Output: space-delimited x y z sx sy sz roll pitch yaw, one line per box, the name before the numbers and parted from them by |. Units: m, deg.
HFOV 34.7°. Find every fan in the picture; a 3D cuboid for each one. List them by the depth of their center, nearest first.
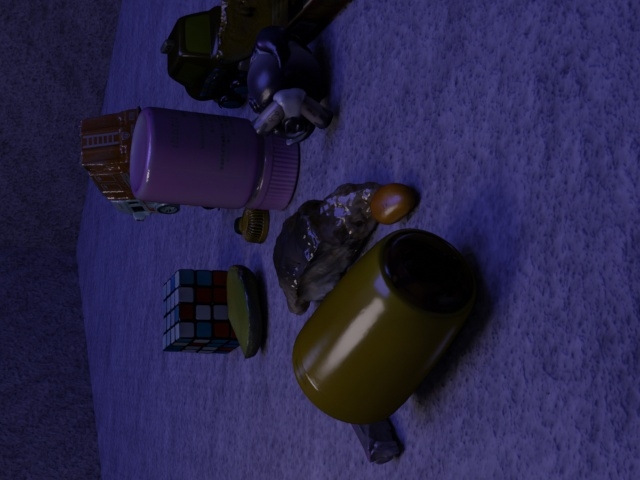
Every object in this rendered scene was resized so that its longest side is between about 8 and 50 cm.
fan | -0.149 -0.033 2.129 0.155 0.039 0.082 171 102 -68

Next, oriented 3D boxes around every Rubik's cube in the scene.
Rubik's cube | -0.251 0.155 2.207 0.154 0.151 0.155 140 130 -63

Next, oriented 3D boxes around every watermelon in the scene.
watermelon | -0.152 -0.484 2.063 0.123 0.129 0.301 -9 76 38

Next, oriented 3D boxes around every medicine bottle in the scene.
medicine bottle | -0.203 -0.151 1.941 0.178 0.291 0.178 -176 90 -68

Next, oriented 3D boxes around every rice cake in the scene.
rice cake | 0.052 0.240 1.555 0.270 0.055 0.049 -122 37 -53

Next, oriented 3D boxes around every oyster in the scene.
oyster | -0.004 0.002 1.660 0.341 0.110 0.166 139 130 -60

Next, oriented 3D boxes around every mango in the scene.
mango | 0.107 -0.054 1.485 0.089 0.046 0.060 -11 78 55

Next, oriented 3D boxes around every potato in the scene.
potato | -0.146 0.142 2.077 0.119 0.054 0.198 118 144 -45

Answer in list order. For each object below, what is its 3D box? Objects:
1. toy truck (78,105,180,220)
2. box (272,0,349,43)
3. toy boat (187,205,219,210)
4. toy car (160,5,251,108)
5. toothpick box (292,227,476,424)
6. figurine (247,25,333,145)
toy truck | -0.398 -0.152 2.144 0.305 0.162 0.136 75 -172 -69
box | -0.019 -0.461 1.833 0.240 0.071 0.159 153 121 -65
toy boat | -0.260 -0.167 2.320 0.269 0.141 0.140 -112 33 -51
toy car | -0.248 -0.407 2.225 0.248 0.198 0.204 142 128 -62
toothpick box | 0.087 0.108 1.338 0.271 0.175 0.175 123 144 -45
figurine | -0.068 -0.281 1.802 0.222 0.145 0.145 -104 28 -44
